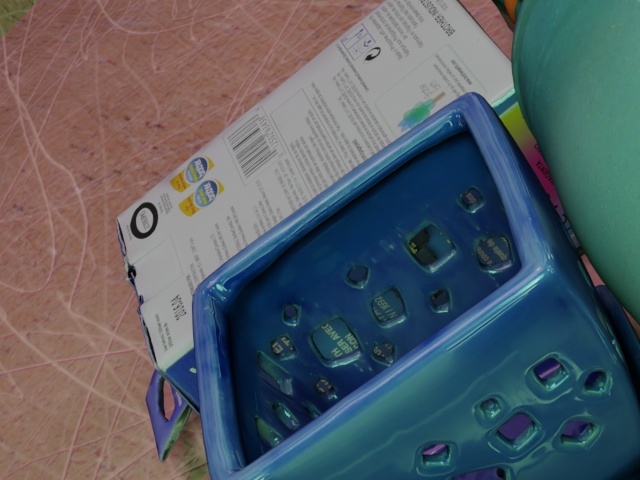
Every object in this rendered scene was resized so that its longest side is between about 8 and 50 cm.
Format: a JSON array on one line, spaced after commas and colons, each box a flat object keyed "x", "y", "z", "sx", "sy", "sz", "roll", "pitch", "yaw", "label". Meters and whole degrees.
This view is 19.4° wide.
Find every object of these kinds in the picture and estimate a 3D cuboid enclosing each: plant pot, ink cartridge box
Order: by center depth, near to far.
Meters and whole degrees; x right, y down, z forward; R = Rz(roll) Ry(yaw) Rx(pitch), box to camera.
[{"x": 0.259, "y": -0.037, "z": 1.055, "sx": 0.272, "sy": 0.272, "sz": 0.255, "roll": -30, "pitch": 39, "yaw": 22, "label": "plant pot"}, {"x": 0.078, "y": 0.089, "z": 1.135, "sx": 0.236, "sy": 0.212, "sz": 0.236, "roll": -36, "pitch": 29, "yaw": 12, "label": "plant pot"}, {"x": 0.000, "y": 0.000, "z": 1.430, "sx": 0.395, "sy": 0.151, "sz": 0.270, "roll": -37, "pitch": 27, "yaw": 6, "label": "ink cartridge box"}]

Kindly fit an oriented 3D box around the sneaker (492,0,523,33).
[{"x": 0.193, "y": -0.203, "z": 1.506, "sx": 0.108, "sy": 0.121, "sz": 0.302, "roll": -43, "pitch": 28, "yaw": -1, "label": "sneaker"}]
